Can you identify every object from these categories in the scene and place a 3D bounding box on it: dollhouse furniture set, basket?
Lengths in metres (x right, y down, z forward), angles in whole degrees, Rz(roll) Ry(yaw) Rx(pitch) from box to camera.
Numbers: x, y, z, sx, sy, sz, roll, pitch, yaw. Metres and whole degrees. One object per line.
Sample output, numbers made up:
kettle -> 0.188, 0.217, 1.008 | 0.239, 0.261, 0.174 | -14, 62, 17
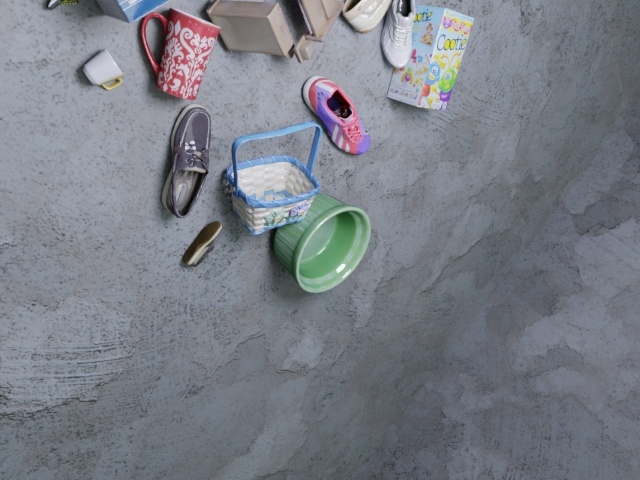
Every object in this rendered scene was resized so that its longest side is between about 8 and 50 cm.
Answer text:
dollhouse furniture set -> -0.097, -0.614, 1.121 | 0.355, 0.174, 0.303 | -64, 152, -20
basket -> -0.120, -0.171, 1.291 | 0.255, 0.201, 0.288 | -20, 136, -29

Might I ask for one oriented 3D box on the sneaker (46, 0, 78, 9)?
sneaker -> -0.488, -0.468, 0.928 | 0.083, 0.031, 0.035 | -45, 136, -9

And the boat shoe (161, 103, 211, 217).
boat shoe -> -0.320, -0.189, 1.193 | 0.103, 0.092, 0.285 | 6, 111, -42

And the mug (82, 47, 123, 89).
mug -> -0.454, -0.351, 1.009 | 0.064, 0.062, 0.078 | -34, 127, -8

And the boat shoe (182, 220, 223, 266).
boat shoe -> -0.322, 0.010, 1.346 | 0.152, 0.056, 0.049 | -46, 141, 6

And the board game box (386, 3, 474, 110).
board game box -> 0.332, -0.556, 1.473 | 0.142, 0.144, 0.275 | -6, 120, -38

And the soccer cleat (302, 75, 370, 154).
soccer cleat -> 0.071, -0.345, 1.404 | 0.108, 0.116, 0.318 | -51, 136, -3

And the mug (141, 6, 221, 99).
mug -> -0.315, -0.417, 1.072 | 0.169, 0.150, 0.113 | -68, 171, 20

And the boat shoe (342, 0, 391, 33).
boat shoe -> 0.164, -0.707, 1.272 | 0.098, 0.109, 0.302 | 23, 105, -46

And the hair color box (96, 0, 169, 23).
hair color box -> -0.411, -0.571, 0.826 | 0.105, 0.174, 0.347 | -40, 135, -15

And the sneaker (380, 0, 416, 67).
sneaker -> 0.224, -0.605, 1.363 | 0.091, 0.115, 0.232 | -6, 118, -1

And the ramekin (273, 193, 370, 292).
ramekin -> 0.000, 0.000, 1.513 | 0.304, 0.148, 0.303 | -28, 137, -30
